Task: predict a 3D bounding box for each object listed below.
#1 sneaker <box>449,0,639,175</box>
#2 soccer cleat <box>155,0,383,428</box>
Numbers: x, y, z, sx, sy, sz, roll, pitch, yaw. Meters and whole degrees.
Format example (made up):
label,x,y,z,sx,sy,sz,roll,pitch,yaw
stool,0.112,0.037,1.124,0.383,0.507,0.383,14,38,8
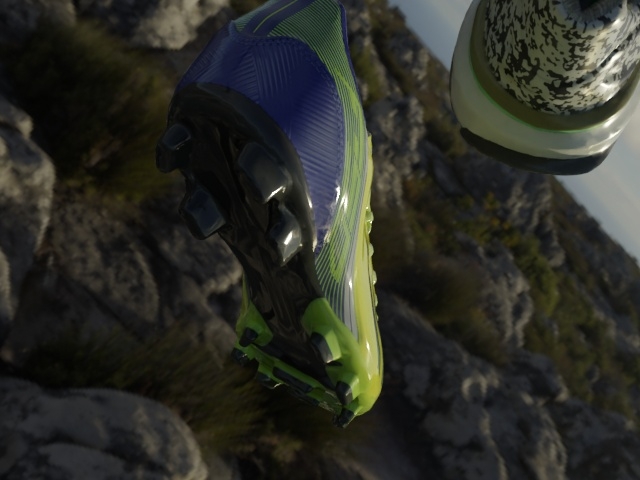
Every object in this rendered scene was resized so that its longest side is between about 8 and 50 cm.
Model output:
label,x,y,z,sx,sy,sz,roll,pitch,yaw
sneaker,0.205,-0.252,0.641,0.158,0.410,0.182,15,-17,2
soccer cleat,0.001,0.000,0.515,0.093,0.121,0.289,20,-31,24
